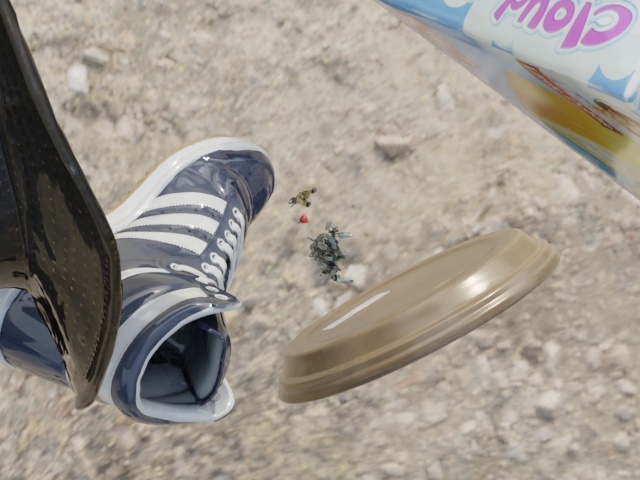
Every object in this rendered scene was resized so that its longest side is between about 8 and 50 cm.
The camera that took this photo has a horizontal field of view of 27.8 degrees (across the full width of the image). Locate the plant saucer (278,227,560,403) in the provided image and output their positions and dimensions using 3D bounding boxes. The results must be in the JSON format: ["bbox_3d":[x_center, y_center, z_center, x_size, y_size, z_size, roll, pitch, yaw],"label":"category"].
[{"bbox_3d":[0.079,0.060,1.143,0.277,0.278,0.041,-30,95,-21],"label":"plant saucer"}]

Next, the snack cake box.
[{"bbox_3d":[0.160,-0.055,0.508,0.264,0.152,0.089,29,96,-39],"label":"snack cake box"}]

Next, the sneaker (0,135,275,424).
[{"bbox_3d":[-0.082,0.025,0.871,0.153,0.099,0.282,22,37,28],"label":"sneaker"}]

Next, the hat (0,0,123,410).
[{"bbox_3d":[-0.215,-0.057,0.640,0.133,0.331,0.331,-19,82,-21],"label":"hat"}]

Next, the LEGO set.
[{"bbox_3d":[-0.002,0.000,1.016,0.023,0.054,0.083,-30,73,-40],"label":"LEGO set"}]
